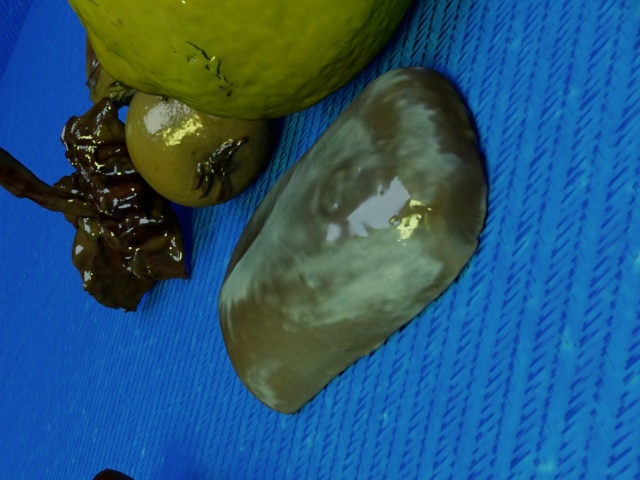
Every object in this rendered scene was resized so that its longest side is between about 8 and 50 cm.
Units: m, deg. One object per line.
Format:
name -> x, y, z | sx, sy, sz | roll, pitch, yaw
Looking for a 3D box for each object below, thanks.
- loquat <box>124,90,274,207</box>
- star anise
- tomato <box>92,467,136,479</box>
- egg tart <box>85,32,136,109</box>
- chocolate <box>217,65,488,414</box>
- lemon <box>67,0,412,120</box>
loquat -> -0.108, -0.100, 0.760 | 0.141, 0.141, 0.141 | -36, 45, 47
star anise -> -0.246, -0.066, 0.865 | 0.148, 0.346, 0.237 | -39, 35, -9
tomato -> -0.167, 0.297, 0.650 | 0.225, 0.085, 0.225 | -166, 90, -88
egg tart -> -0.169, -0.303, 0.953 | 0.339, 0.153, 0.352 | 22, 95, 62
chocolate -> -0.002, -0.002, 0.574 | 0.254, 0.080, 0.157 | -46, 38, 39
lemon -> -0.054, -0.224, 0.600 | 0.293, 0.293, 0.293 | -36, 45, 47
